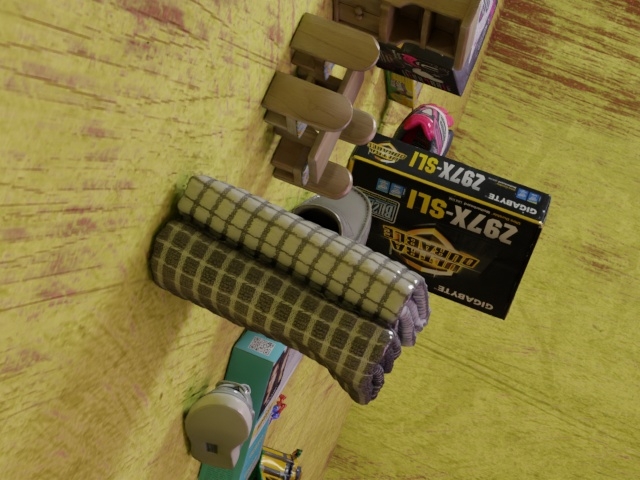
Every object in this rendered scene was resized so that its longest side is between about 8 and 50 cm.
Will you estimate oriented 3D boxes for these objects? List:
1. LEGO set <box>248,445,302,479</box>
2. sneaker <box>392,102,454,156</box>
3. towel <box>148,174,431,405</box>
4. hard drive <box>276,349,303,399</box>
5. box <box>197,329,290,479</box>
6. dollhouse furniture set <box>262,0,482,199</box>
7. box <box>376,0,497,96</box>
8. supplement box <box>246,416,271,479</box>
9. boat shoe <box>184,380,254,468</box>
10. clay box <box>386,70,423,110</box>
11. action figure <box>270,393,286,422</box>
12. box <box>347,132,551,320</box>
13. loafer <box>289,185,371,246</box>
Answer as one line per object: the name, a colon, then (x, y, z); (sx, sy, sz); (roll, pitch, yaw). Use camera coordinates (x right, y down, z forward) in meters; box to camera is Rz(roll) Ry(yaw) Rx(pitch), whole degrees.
LEGO set: (-0.055, 0.511, 2.097); (0.255, 0.192, 0.331); (-143, -104, -76)
sneaker: (0.130, -0.098, 2.278); (0.112, 0.121, 0.299); (-31, 142, -68)
towel: (-0.025, 0.055, 1.252); (0.121, 0.235, 0.283); (-64, 170, -8)
hard drive: (-0.036, 0.100, 1.969); (0.203, 0.040, 0.307); (-56, 165, -56)
box: (-0.101, 0.225, 1.797); (0.100, 0.060, 0.244); (-56, 165, -57)
dollhouse furniture set: (0.058, -0.173, 1.455); (0.212, 0.161, 0.242); (87, 26, -72)
box: (0.160, -0.313, 1.833); (0.247, 0.142, 0.163); (16, 96, -82)
supplement box: (-0.112, 0.320, 2.050); (0.062, 0.036, 0.098); (-57, 166, -56)
boat shoe: (-0.121, 0.215, 1.622); (0.227, 0.079, 0.081); (106, -1, -63)
clay box: (0.153, -0.300, 2.137); (0.222, 0.053, 0.127); (72, 41, -80)
action figure: (-0.094, 0.300, 2.155); (0.115, 0.030, 0.038); (-55, 159, -41)
box: (0.191, -0.022, 2.149); (0.257, 0.322, 0.079); (103, 11, -49)
loafer: (0.000, 0.000, 1.702); (0.111, 0.112, 0.319); (-64, 175, 34)
